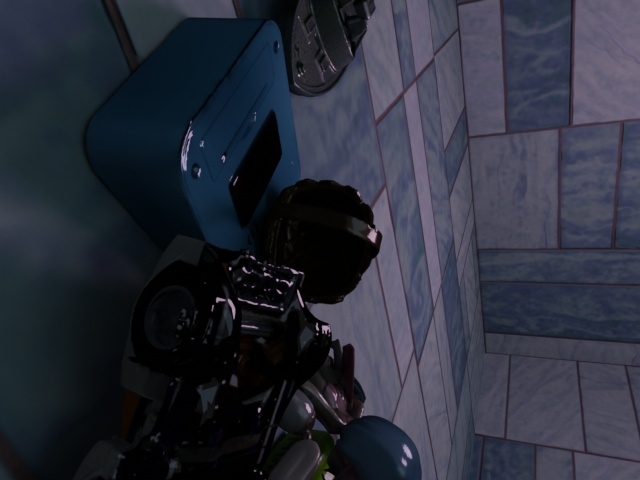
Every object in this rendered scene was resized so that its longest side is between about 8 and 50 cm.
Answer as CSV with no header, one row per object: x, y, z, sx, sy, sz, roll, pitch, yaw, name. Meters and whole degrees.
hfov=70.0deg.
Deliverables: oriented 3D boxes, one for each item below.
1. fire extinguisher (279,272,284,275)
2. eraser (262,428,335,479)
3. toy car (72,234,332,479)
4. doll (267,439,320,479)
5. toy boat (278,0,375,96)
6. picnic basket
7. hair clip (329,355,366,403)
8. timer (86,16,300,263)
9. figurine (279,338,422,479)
-0.065,0.063,0.572,0.046,0.032,0.101,74,22,-51,fire extinguisher
-0.056,0.381,0.518,0.274,0.092,0.210,-20,104,-64,eraser
-0.102,0.150,0.360,0.193,0.117,0.302,35,73,-62,toy car
-0.043,0.290,0.351,0.183,0.085,0.218,-24,110,-53,doll
0.008,-0.309,0.663,0.141,0.092,0.320,63,37,-40,toy boat
0.000,0.000,0.499,0.178,0.127,0.138,132,-31,-79,picnic basket
0.045,0.252,0.792,0.229,0.039,0.070,44,49,-57,hair clip
-0.100,-0.075,0.489,0.250,0.091,0.232,78,24,-48,timer
0.017,0.191,0.539,0.260,0.102,0.205,56,6,39,figurine
